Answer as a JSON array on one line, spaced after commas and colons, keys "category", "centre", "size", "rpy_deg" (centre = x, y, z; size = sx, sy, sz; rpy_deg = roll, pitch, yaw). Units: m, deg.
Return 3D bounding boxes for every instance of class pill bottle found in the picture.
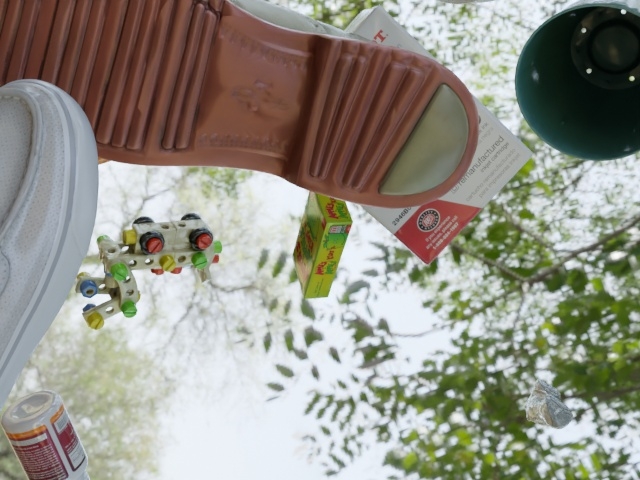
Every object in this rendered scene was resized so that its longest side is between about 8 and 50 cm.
[{"category": "pill bottle", "centre": [-0.380, 0.294, 1.216], "size": [0.086, 0.086, 0.152], "rpy_deg": [27, -43, 58]}]

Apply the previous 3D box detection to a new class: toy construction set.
[{"category": "toy construction set", "centre": [-0.322, 0.049, 1.743], "size": [0.151, 0.327, 0.215], "rpy_deg": [37, -53, 33]}]

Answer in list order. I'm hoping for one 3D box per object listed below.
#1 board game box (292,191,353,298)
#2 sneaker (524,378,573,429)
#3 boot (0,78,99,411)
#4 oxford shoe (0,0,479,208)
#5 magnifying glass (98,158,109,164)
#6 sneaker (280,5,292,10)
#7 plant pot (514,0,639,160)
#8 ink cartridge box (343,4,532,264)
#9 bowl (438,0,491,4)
[{"category": "board game box", "centre": [0.000, 0.000, 1.361], "size": [0.181, 0.043, 0.092], "rpy_deg": [107, -27, -46]}, {"category": "sneaker", "centre": [0.371, 0.282, 1.423], "size": [0.061, 0.053, 0.152], "rpy_deg": [-59, -179, 11]}, {"category": "boot", "centre": [-0.188, 0.023, 0.385], "size": [0.123, 0.095, 0.258], "rpy_deg": [54, 48, -66]}, {"category": "oxford shoe", "centre": [-0.091, -0.122, 0.618], "size": [0.146, 0.397, 0.141], "rpy_deg": [-116, -132, -72]}, {"category": "magnifying glass", "centre": [-0.361, -0.112, 1.278], "size": [0.231, 0.092, 0.026], "rpy_deg": [-11, -100, 46]}, {"category": "sneaker", "centre": [-0.063, -0.189, 0.818], "size": [0.080, 0.211, 0.081], "rpy_deg": [-71, -177, -54]}, {"category": "plant pot", "centre": [0.539, -0.331, 1.633], "size": [0.293, 0.235, 0.293], "rpy_deg": [14, -55, 21]}, {"category": "ink cartridge box", "centre": [0.098, -0.136, 1.111], "size": [0.273, 0.197, 0.114], "rpy_deg": [42, 6, -10]}, {"category": "bowl", "centre": [0.199, -0.435, 1.239], "size": [0.298, 0.297, 0.134], "rpy_deg": [-26, -141, 64]}]
